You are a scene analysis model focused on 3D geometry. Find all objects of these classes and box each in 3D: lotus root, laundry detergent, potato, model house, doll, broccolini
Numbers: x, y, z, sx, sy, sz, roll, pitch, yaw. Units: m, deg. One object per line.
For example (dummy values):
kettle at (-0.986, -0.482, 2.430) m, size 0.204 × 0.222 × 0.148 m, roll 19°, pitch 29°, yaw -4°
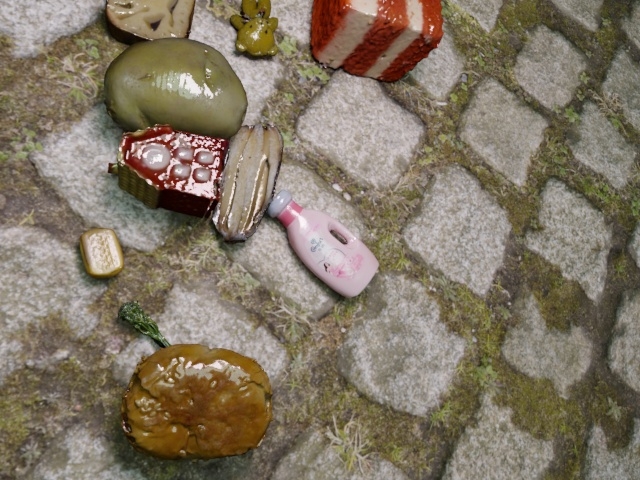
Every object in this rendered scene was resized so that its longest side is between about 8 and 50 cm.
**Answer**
lotus root at (-0.177, -0.141, 1.168) m, size 0.166 × 0.078 × 0.330 m, roll 8°, pitch 74°, yaw 17°
laundry detergent at (0.000, 0.000, 1.208) m, size 0.335 × 0.088 × 0.159 m, roll 43°, pitch 65°, yaw -8°
lotus root at (-0.419, -0.577, 1.173) m, size 0.260 × 0.074 × 0.170 m, roll -23°, pitch 88°, yaw -27°
potato at (-0.334, -0.354, 1.076) m, size 0.326 × 0.221 × 0.244 m, roll 5°, pitch 78°, yaw -17°
model house at (-0.354, -0.158, 1.038) m, size 0.253 × 0.196 × 0.160 m, roll 7°, pitch 77°, yaw -20°
doll at (-0.181, -0.616, 1.271) m, size 0.137 × 0.097 × 0.210 m, roll -1°, pitch 73°, yaw -17°
broccolini at (-0.359, 0.226, 1.032) m, size 0.239 × 0.051 × 0.054 m, roll 44°, pitch 56°, yaw -10°

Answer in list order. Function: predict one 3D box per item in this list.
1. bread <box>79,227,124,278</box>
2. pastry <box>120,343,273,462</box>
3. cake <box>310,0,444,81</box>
bread at (-0.490, 0.030, 1.014) m, size 0.082 × 0.056 × 0.115 m, roll -19°, pitch 81°, yaw -29°
pastry at (-0.260, 0.344, 0.976) m, size 0.310 × 0.162 × 0.255 m, roll 15°, pitch 94°, yaw -18°
cake at (0.155, -0.664, 1.323) m, size 0.319 × 0.269 × 0.270 m, roll 5°, pitch 77°, yaw -23°
